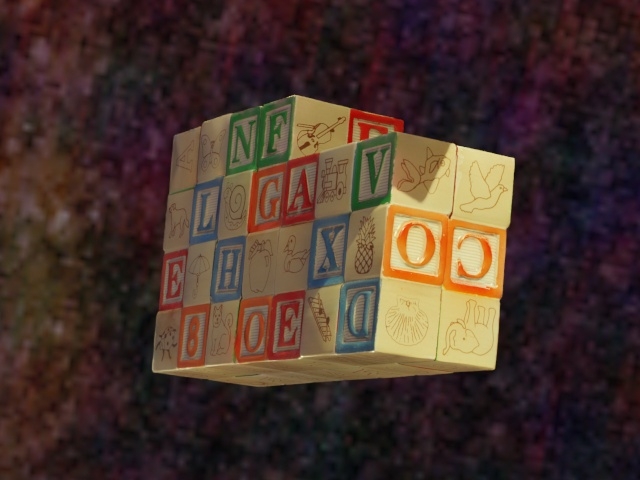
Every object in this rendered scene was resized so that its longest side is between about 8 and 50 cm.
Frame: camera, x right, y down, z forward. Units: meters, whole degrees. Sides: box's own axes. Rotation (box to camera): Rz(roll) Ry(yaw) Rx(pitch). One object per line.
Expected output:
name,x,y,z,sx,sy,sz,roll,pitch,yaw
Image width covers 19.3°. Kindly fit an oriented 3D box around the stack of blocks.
stack of blocks,0.000,0.000,1.201,0.297,0.087,0.171,-10,72,59
